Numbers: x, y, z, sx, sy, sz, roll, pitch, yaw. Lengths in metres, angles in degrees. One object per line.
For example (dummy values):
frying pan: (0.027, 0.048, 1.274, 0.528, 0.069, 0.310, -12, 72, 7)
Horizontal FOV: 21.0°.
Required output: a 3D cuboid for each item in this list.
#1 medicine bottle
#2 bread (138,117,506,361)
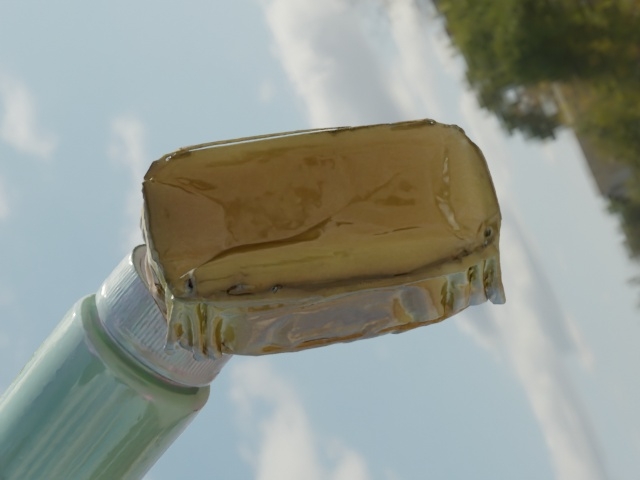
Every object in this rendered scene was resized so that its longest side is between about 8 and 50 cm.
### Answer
medicine bottle: (-0.175, 0.125, 1.448, 0.139, 0.225, 0.139, 36, -162, -13)
bread: (0.000, 0.000, 1.184, 0.107, 0.241, 0.136, 94, 166, -57)
